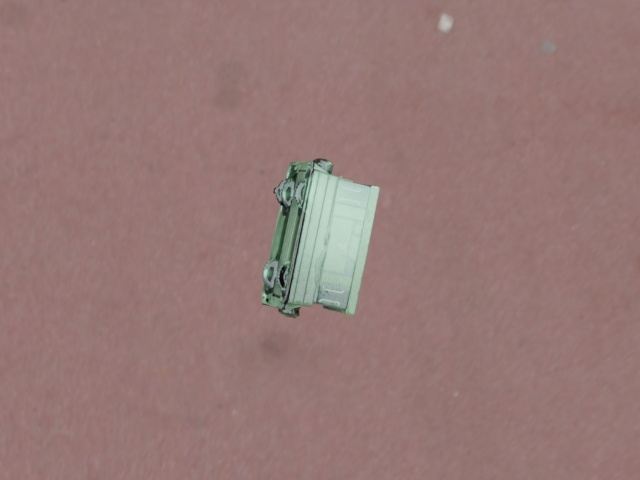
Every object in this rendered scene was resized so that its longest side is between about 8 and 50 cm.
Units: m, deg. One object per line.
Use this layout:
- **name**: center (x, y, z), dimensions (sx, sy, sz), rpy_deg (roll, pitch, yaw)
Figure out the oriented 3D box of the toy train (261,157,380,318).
- **toy train**: center (0.000, 0.000, 0.852), dimensions (0.056, 0.038, 0.093), rpy_deg (12, 88, -25)
